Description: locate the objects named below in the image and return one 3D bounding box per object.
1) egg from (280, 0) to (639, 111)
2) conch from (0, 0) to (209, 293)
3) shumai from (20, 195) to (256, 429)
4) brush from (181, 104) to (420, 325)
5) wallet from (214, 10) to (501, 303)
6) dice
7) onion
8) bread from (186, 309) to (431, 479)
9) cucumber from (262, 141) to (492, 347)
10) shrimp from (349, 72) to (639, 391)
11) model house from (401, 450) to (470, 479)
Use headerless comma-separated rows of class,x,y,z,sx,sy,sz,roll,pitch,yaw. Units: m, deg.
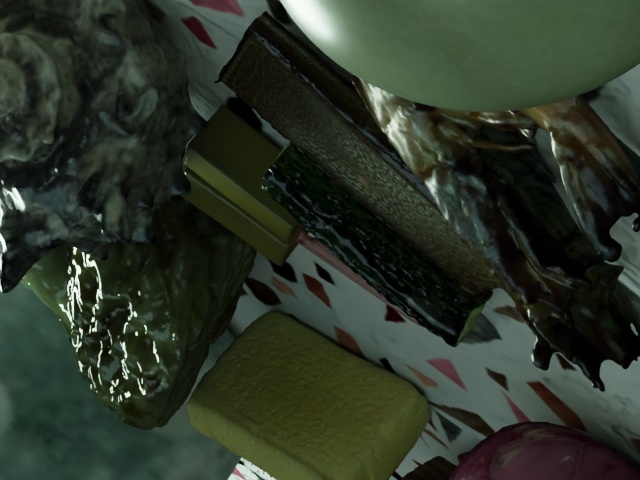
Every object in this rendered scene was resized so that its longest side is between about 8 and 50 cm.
egg,0.071,-0.146,0.799,0.186,0.186,0.253,48,162,-23
conch,-0.205,-0.109,1.426,0.313,0.186,0.241,44,143,51
shumai,-0.171,0.026,1.624,0.218,0.189,0.256,36,155,4
brush,0.000,0.000,1.464,0.233,0.047,0.103,37,161,5
wallet,0.040,-0.053,1.293,0.243,0.039,0.133,40,167,-2
dice,-0.288,0.164,1.924,0.348,0.330,0.328,45,159,-11
onion,0.180,0.226,1.472,0.207,0.201,0.200,14,179,-37
bread,-0.010,0.148,1.693,0.188,0.125,0.068,26,150,31
cucumber,0.040,0.001,1.383,0.187,0.058,0.058,41,161,-2
shrimp,0.130,-0.037,1.135,0.289,0.075,0.178,56,155,-8
model house,0.128,0.245,1.698,0.119,0.149,0.148,16,-169,-35
